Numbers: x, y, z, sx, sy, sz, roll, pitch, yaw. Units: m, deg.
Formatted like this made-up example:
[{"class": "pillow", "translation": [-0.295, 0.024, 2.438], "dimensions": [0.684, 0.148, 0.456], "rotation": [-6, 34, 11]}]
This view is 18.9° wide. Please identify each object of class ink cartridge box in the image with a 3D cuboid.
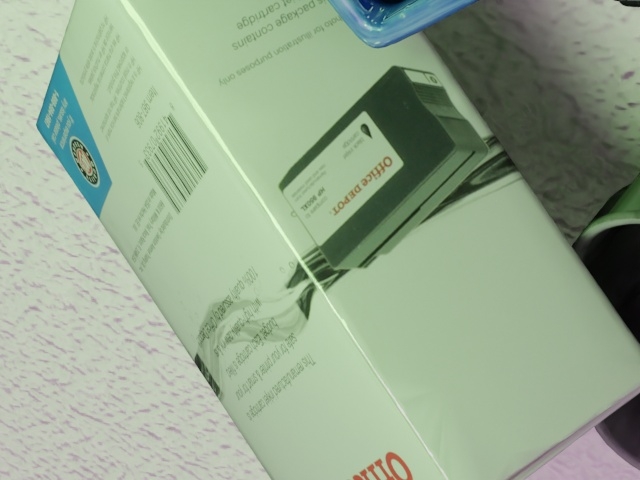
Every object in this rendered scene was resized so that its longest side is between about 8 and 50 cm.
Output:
[{"class": "ink cartridge box", "translation": [0.000, 0.000, 1.251], "dimensions": [0.395, 0.166, 0.285], "rotation": [56, 158, 6]}]

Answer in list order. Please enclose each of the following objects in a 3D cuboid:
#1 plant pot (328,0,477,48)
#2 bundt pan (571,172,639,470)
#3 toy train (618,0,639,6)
[{"class": "plant pot", "translation": [0.081, -0.284, 1.089], "dimensions": [0.236, 0.212, 0.236], "rotation": [-26, 108, 40]}, {"class": "bundt pan", "translation": [0.310, 0.052, 1.219], "dimensions": [0.331, 0.124, 0.331], "rotation": [20, 144, 15]}, {"class": "toy train", "translation": [0.233, -0.155, 1.178], "dimensions": [0.158, 0.027, 0.036], "rotation": [12, 126, 55]}]
